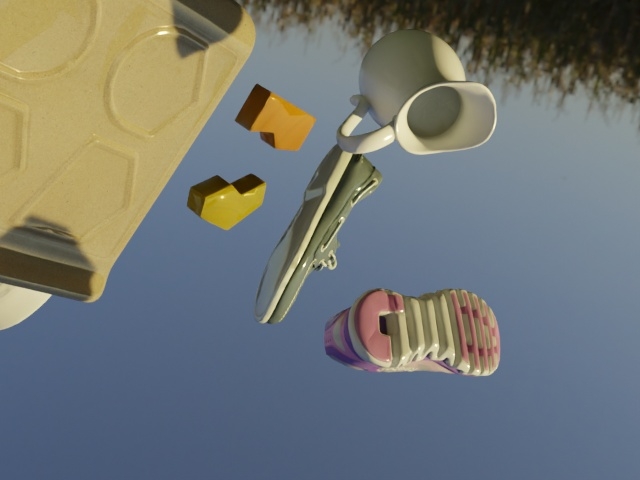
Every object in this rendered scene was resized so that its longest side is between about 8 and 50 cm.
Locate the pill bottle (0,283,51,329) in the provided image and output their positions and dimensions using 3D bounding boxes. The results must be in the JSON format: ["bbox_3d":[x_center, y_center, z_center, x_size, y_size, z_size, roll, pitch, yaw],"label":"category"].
[{"bbox_3d":[-0.352,-0.055,0.807,0.169,0.169,0.301,33,165,48],"label":"pill bottle"}]

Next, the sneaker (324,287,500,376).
[{"bbox_3d":[0.098,0.106,1.052,0.236,0.095,0.104,9,157,-38],"label":"sneaker"}]

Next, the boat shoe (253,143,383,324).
[{"bbox_3d":[0.000,0.000,1.507,0.099,0.320,0.116,31,166,-19],"label":"boat shoe"}]

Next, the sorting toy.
[{"bbox_3d":[-0.136,-0.072,0.624,0.041,0.229,0.307,35,-173,34],"label":"sorting toy"}]

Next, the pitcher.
[{"bbox_3d":[0.092,-0.167,1.128,0.177,0.126,0.207,-14,-151,-3],"label":"pitcher"}]
